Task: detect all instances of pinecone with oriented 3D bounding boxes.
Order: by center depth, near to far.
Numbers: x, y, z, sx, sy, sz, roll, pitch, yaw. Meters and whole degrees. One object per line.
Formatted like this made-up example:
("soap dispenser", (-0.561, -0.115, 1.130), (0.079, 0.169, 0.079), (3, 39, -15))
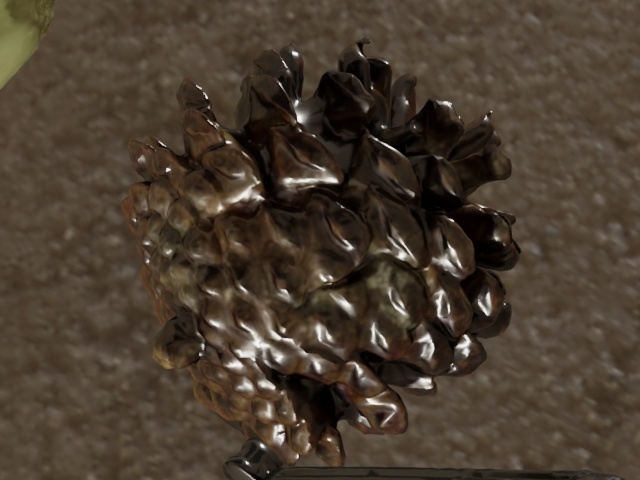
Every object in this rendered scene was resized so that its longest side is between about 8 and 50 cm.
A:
("pinecone", (0.003, -0.003, 1.293), (0.295, 0.298, 0.242), (-26, 13, 5))

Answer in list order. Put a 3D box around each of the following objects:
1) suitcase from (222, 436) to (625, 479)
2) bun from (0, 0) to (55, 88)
("suitcase", (0.008, 0.219, 0.846), (0.229, 0.152, 0.335), (-43, 15, -27))
("bun", (-0.251, -0.147, 0.952), (0.364, 0.202, 0.364), (-41, 21, 19))
